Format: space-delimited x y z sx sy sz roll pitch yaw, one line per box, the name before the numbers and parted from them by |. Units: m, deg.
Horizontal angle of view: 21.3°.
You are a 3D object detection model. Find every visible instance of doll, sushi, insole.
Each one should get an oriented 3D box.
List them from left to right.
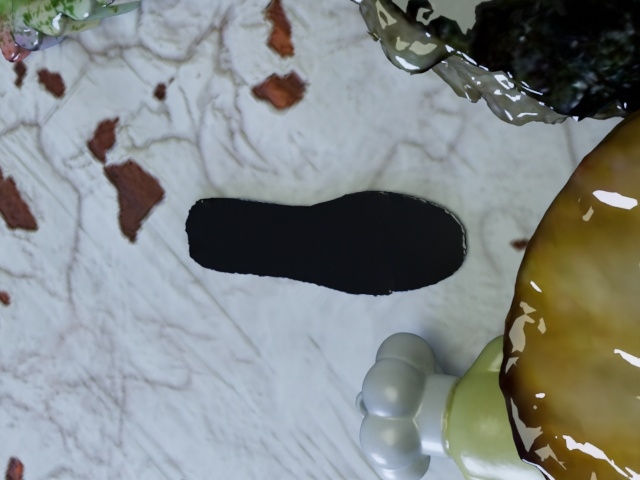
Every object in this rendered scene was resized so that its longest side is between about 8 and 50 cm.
insole | 0.000 0.000 1.014 0.188 0.004 0.064 3 100 27
sushi | 0.057 -0.199 0.838 0.350 0.211 0.171 42 108 5
doll | 0.093 0.101 0.953 0.163 0.062 0.106 7 94 25

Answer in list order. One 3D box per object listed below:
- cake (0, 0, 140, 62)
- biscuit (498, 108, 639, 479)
cake | -0.129 -0.191 1.028 0.225 0.090 0.109 -16 94 47
biscuit | 0.228 0.062 0.796 0.296 0.102 0.296 13 111 37
